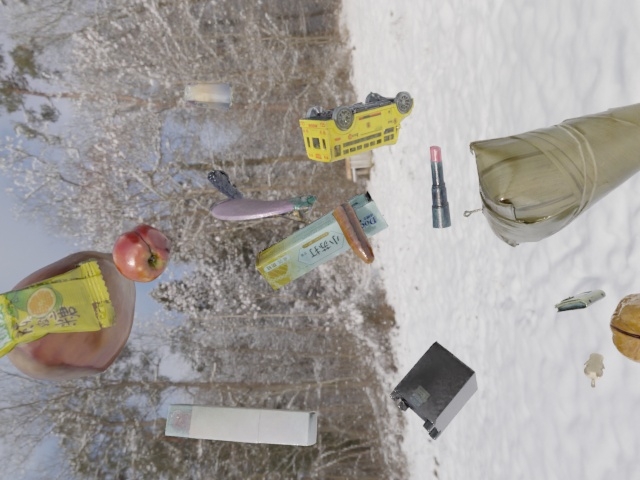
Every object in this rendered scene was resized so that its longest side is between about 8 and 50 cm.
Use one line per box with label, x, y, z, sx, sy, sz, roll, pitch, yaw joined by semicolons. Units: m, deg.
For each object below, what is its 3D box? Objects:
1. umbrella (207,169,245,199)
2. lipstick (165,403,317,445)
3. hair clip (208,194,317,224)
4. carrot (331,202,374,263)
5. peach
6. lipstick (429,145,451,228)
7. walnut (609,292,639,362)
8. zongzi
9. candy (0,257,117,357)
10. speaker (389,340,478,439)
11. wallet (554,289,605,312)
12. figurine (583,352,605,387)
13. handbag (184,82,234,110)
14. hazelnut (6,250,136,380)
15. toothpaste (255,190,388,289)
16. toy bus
umbrella;-0.320;-0.177;1.636;0.248;0.071;0.070;44;-143;-40
lipstick;-0.196;0.451;1.084;0.076;0.372;0.079;53;-144;-65
hair clip;-0.186;-0.092;1.324;0.095;0.359;0.110;57;-140;-63
carrot;0.071;-0.011;0.916;0.139;0.048;0.048;65;-178;19
peach;-0.309;0.022;0.756;0.101;0.101;0.100;-3;-90;-80
lipstick;0.337;-0.153;1.253;0.053;0.054;0.233;-58;-39;-74
walnut;0.707;0.193;0.950;0.180;0.144;0.144;-17;-75;-53
zongzi;0.514;-0.114;0.905;0.447;0.419;0.181;32;-140;-65
candy;-0.621;0.150;0.953;0.187;0.298;0.081;62;153;17
speaker;0.401;0.528;1.545;0.254;0.184;0.232;-46;-36;-11
wallet;0.853;0.198;1.450;0.155;0.110;0.039;-9;-103;-39
figurine;0.724;0.342;1.161;0.083;0.047;0.050;-44;-51;-33
handbag;-0.377;-0.499;1.510;0.117;0.173;0.095;-148;60;-66
hazelnut;-0.676;0.202;1.198;0.366;0.367;0.365;-3;-90;-80
toothpaste;0.000;0.000;1.030;0.089;0.313;0.071;56;-169;-25
toy bus;0.115;-0.326;1.243;0.144;0.331;0.151;22;128;51
